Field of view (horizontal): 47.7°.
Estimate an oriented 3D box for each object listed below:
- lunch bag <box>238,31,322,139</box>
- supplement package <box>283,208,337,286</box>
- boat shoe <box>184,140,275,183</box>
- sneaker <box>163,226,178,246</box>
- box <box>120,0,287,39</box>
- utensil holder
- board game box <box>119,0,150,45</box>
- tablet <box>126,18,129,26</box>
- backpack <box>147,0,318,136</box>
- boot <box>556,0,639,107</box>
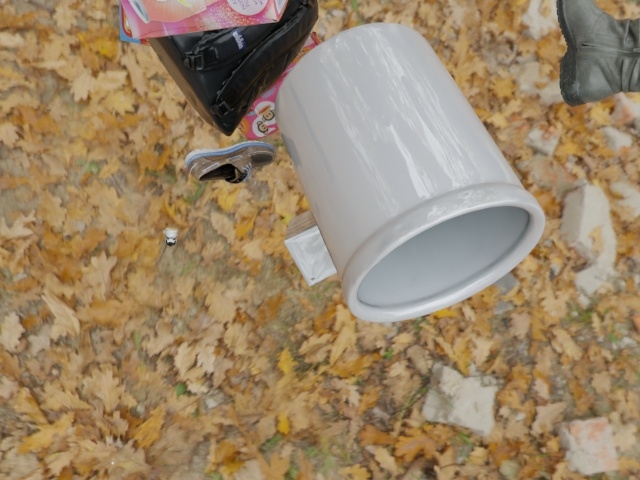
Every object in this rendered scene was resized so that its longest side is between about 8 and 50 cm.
[{"bbox_3d":[-0.102,-0.399,1.831,0.293,0.258,0.120,-34,121,10],"label":"lunch bag"},{"bbox_3d":[0.000,0.000,1.446,0.105,0.179,0.105,-26,104,8],"label":"supplement package"},{"bbox_3d":[-0.167,-0.143,1.400,0.183,0.066,0.066,-13,59,-24],"label":"boat shoe"},{"bbox_3d":[-0.318,-0.004,1.523,0.032,0.083,0.037,6,80,-10],"label":"sneaker"},{"bbox_3d":[-0.099,-0.332,0.711,0.142,0.154,0.300,-3,38,11],"label":"box"},{"bbox_3d":[0.127,-0.113,1.180,0.328,0.327,0.385,-12,61,-19],"label":"utensil holder"},{"bbox_3d":[-0.360,-0.625,1.771,0.302,0.308,0.086,18,28,28],"label":"board game box"},{"bbox_3d":[-0.375,-0.483,1.549,0.083,0.006,0.054,-8,118,-36],"label":"tablet"},{"bbox_3d":[-0.163,-0.440,1.460,0.355,0.290,0.273,-42,44,-10],"label":"backpack"},{"bbox_3d":[0.462,-0.332,1.127,0.083,0.161,0.246,11,76,-47],"label":"boot"}]
